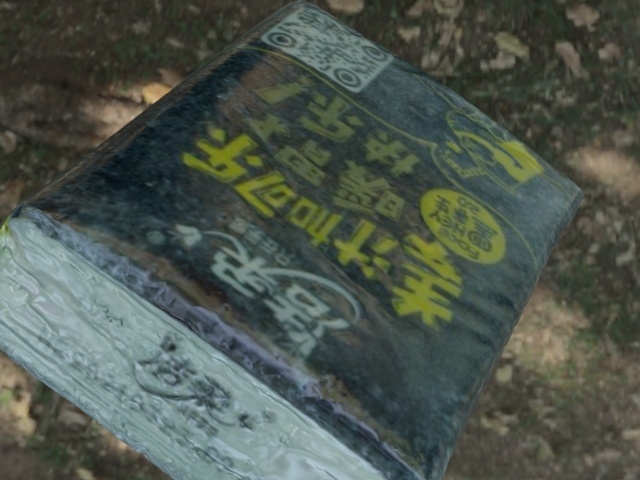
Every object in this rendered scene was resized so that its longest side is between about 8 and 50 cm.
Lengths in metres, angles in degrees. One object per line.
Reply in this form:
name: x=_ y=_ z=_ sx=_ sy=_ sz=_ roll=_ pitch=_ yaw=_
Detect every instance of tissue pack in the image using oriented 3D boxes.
tissue pack: x=0.000 y=0.000 z=0.550 sx=0.185 sy=0.257 sz=0.081 roll=34 pitch=127 yaw=5
